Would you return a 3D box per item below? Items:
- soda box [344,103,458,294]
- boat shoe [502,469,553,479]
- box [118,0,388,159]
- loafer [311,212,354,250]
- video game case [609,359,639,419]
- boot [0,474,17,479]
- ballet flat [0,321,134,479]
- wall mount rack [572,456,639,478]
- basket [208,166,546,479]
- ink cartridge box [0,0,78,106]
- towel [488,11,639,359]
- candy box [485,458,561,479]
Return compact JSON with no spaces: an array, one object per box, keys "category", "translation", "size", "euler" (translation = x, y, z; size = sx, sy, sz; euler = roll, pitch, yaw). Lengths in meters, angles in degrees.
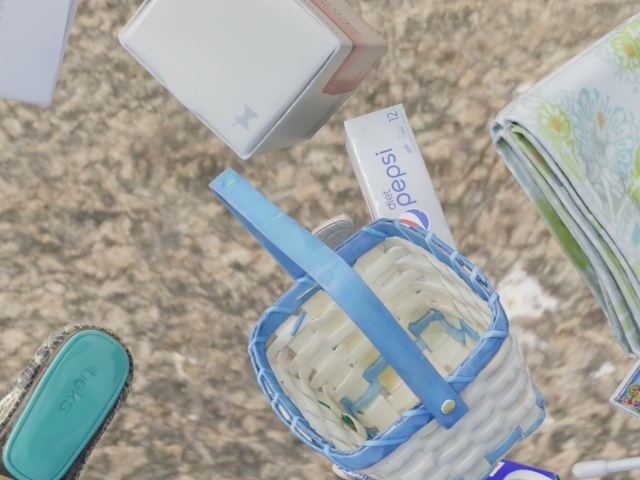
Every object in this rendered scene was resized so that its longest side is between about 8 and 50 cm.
[{"category":"soda box","translation":[0.122,-0.054,1.787],"size":[0.098,0.091,0.286],"euler":[-18,69,-4]},{"category":"boat shoe","translation":[0.161,0.332,1.017],"size":[0.116,0.319,0.099],"euler":[27,43,28]},{"category":"box","translation":[-0.048,-0.173,1.047],"size":[0.148,0.232,0.127],"euler":[43,105,3]},{"category":"loafer","translation":[0.000,0.000,1.605],"size":[0.045,0.125,0.039],"euler":[28,37,-22]},{"category":"video game case","translation":[0.466,0.215,1.610],"size":[0.122,0.011,0.087],"euler":[30,66,28]},{"category":"boot","translation":[-0.297,0.191,0.982],"size":[0.269,0.089,0.236],"euler":[15,66,23]},{"category":"ballet flat","translation":[-0.385,0.308,1.421],"size":[0.164,0.182,0.483],"euler":[39,53,-14]},{"category":"wall mount rack","translation":[0.423,0.288,1.188],"size":[0.130,0.304,0.350],"euler":[15,55,-34]},{"category":"basket","translation":[0.038,0.074,0.976],"size":[0.201,0.255,0.289],"euler":[-39,121,-5]},{"category":"ink cartridge box","translation":[-0.282,-0.168,0.627],"size":[0.283,0.207,0.117],"euler":[8,107,-26]},{"category":"towel","translation":[0.388,-0.084,1.330],"size":[0.374,0.090,0.321],"euler":[-36,95,-33]},{"category":"candy box","translation":[0.140,0.417,1.573],"size":[0.317,0.268,0.122],"euler":[-40,118,-31]}]
